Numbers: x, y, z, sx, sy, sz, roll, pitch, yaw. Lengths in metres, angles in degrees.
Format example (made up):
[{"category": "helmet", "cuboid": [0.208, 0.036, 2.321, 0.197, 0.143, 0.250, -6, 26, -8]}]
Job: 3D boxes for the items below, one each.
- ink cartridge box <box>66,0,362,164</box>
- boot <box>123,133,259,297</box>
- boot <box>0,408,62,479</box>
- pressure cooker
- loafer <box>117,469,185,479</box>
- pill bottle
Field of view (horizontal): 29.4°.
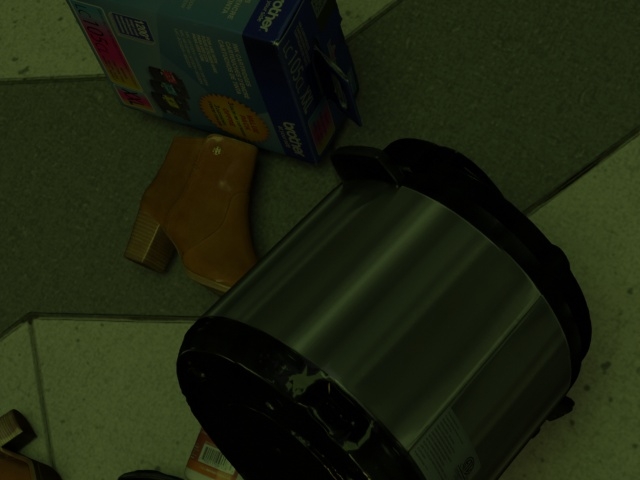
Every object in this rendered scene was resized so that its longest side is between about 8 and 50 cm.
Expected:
[{"category": "ink cartridge box", "cuboid": [-0.113, -0.261, 1.640, 0.395, 0.270, 0.151, 16, 64, 22]}, {"category": "boot", "cuboid": [-0.124, -0.032, 1.676, 0.295, 0.104, 0.211, 20, 81, 27]}, {"category": "boot", "cuboid": [-0.442, 0.348, 1.682, 0.152, 0.073, 0.197, -39, 53, 2]}, {"category": "pressure cooker", "cuboid": [0.098, 0.116, 1.382, 0.375, 0.370, 0.420, 37, 64, 16]}, {"category": "loafer", "cuboid": [-0.176, 0.345, 1.552, 0.223, 0.078, 0.076, 14, 80, 43]}, {"category": "pill bottle", "cuboid": [-0.082, 0.224, 1.571, 0.121, 0.121, 0.216, 18, 79, 23]}]
